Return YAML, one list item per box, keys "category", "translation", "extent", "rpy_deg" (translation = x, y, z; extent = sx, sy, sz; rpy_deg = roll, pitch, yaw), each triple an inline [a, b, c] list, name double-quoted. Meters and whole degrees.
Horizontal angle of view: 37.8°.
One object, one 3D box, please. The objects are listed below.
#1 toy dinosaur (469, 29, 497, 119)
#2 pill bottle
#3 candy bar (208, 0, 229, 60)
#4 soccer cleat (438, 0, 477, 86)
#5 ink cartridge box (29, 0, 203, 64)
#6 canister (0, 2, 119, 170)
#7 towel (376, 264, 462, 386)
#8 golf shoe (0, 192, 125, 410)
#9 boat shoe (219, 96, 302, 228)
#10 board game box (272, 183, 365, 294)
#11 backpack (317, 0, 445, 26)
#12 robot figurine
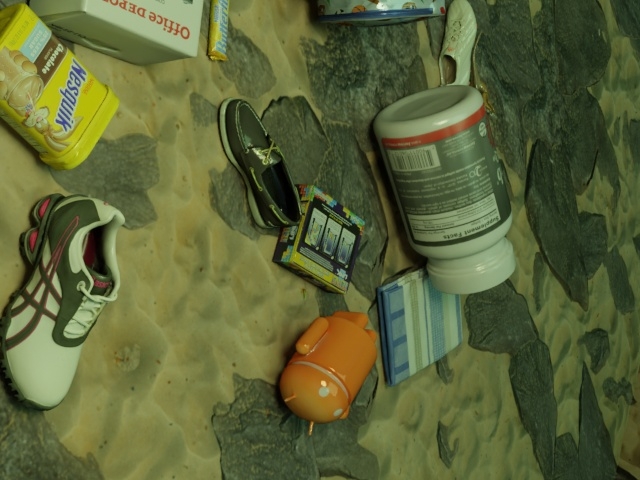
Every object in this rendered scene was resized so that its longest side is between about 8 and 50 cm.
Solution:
- category: "toy dinosaur"
  translation: [0.339, -0.335, 2.040]
  extent: [0.112, 0.064, 0.211]
  rpy_deg: [-78, 155, -43]
- category: "pill bottle"
  translation: [0.246, -0.094, 1.781]
  extent: [0.210, 0.210, 0.362]
  rpy_deg: [-42, 122, -43]
- category: "candy bar"
  translation: [-0.150, -0.349, 1.413]
  extent: [0.040, 0.018, 0.161]
  rpy_deg: [8, 85, -53]
- category: "soccer cleat"
  translation: [0.282, -0.406, 1.944]
  extent: [0.076, 0.068, 0.196]
  rpy_deg: [-7, 100, -50]
- category: "ink cartridge box"
  translation: [-0.248, -0.384, 1.202]
  extent: [0.197, 0.114, 0.272]
  rpy_deg: [12, 83, -53]
- category: "canister"
  translation: [-0.339, -0.185, 1.129]
  extent: [0.170, 0.073, 0.126]
  rpy_deg: [49, 54, -40]
- category: "towel"
  translation: [0.205, 0.155, 1.898]
  extent: [0.285, 0.034, 0.209]
  rpy_deg: [-21, 108, -50]
- category: "golf shoe"
  translation: [-0.313, 0.077, 1.142]
  extent: [0.105, 0.120, 0.272]
  rpy_deg: [12, 84, -54]
- category: "boat shoe"
  translation: [-0.088, -0.122, 1.465]
  extent: [0.081, 0.069, 0.227]
  rpy_deg: [-47, 127, -41]
- category: "board game box"
  translation: [0.000, 0.000, 1.607]
  extent: [0.170, 0.048, 0.141]
  rpy_deg: [34, 68, -49]
- category: "backpack"
  translation: [0.075, -0.454, 1.531]
  extent: [0.263, 0.277, 0.213]
  rpy_deg: [-3, 93, -40]
- category: "robot figurine"
  translation: [0.015, 0.217, 1.573]
  extent: [0.219, 0.128, 0.158]
  rpy_deg: [-54, 170, -36]
